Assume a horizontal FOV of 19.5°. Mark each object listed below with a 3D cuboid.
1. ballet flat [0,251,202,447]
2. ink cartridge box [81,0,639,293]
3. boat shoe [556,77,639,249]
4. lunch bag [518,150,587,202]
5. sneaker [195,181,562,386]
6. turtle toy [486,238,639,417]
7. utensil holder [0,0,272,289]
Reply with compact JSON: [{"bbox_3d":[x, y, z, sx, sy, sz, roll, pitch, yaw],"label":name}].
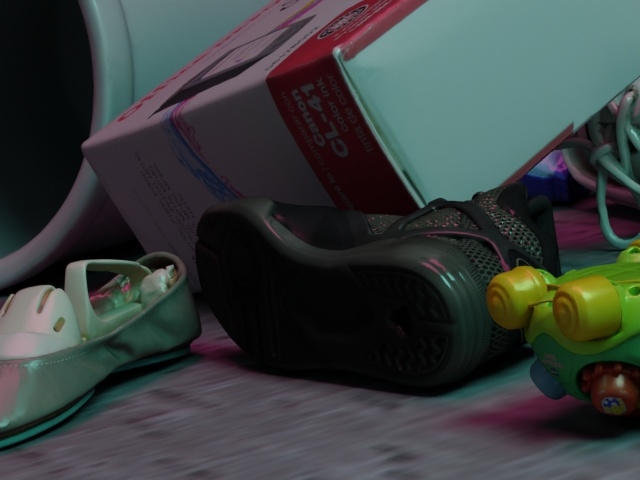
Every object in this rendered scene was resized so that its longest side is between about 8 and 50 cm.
[{"bbox_3d":[-0.132,0.048,0.949,0.072,0.068,0.213,-4,9,27],"label":"ballet flat"},{"bbox_3d":[0.025,-0.088,1.147,0.226,0.131,0.306,-41,17,-32],"label":"ink cartridge box"},{"bbox_3d":[0.216,-0.069,1.187,0.156,0.136,0.367,-9,5,-5],"label":"boat shoe"},{"bbox_3d":[0.139,-0.123,1.498,0.221,0.138,0.293,16,44,22],"label":"lunch bag"},{"bbox_3d":[0.036,0.017,0.951,0.130,0.087,0.227,-12,12,-38],"label":"sneaker"},{"bbox_3d":[0.132,0.040,0.747,0.095,0.066,0.130,-12,9,-25],"label":"turtle toy"},{"bbox_3d":[-0.200,-0.147,1.504,0.328,0.327,0.385,-4,7,28],"label":"utensil holder"}]
